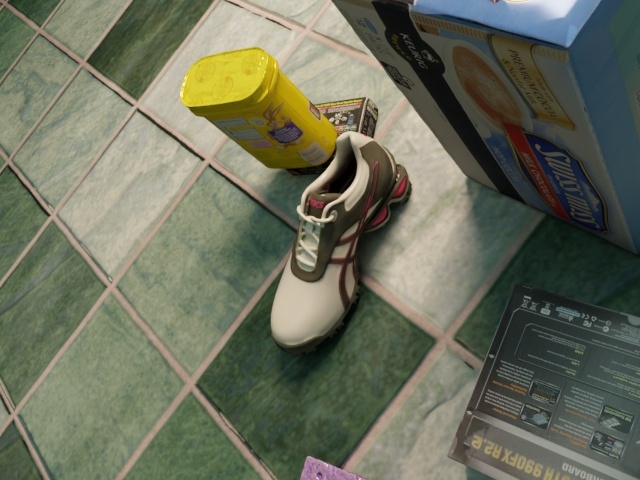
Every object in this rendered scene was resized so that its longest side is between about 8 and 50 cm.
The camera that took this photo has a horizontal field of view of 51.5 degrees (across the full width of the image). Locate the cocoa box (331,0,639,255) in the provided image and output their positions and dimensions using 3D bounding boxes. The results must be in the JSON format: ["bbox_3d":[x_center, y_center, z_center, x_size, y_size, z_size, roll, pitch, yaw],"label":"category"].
[{"bbox_3d":[0.219,-0.182,0.584,0.228,0.347,0.231,34,88,39],"label":"cocoa box"}]

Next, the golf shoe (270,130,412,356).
[{"bbox_3d":[0.000,0.000,0.784,0.105,0.120,0.273,21,81,36],"label":"golf shoe"}]

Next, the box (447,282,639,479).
[{"bbox_3d":[0.252,0.156,0.582,0.231,0.056,0.183,16,77,37],"label":"box"}]

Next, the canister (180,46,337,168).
[{"bbox_3d":[-0.070,-0.156,0.821,0.126,0.170,0.073,1,69,32],"label":"canister"}]

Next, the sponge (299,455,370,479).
[{"bbox_3d":[0.003,0.340,0.668,0.117,0.031,0.210,11,73,36],"label":"sponge"}]

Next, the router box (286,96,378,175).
[{"bbox_3d":[0.011,-0.139,0.896,0.122,0.038,0.092,0,68,32],"label":"router box"}]
